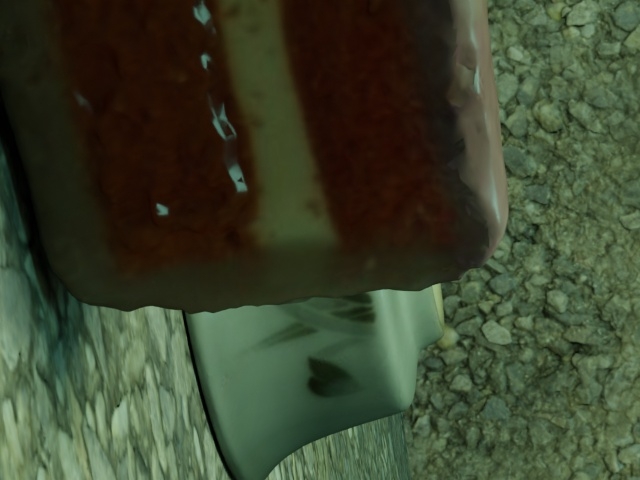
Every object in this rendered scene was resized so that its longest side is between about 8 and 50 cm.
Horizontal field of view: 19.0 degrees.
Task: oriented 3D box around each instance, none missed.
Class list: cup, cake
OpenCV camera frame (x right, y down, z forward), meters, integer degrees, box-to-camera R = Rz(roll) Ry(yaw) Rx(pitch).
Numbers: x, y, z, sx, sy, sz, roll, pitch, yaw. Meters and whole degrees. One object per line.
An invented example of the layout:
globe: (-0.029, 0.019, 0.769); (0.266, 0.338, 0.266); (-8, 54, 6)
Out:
cup: (0.000, 0.000, 1.412); (0.347, 0.163, 0.347); (-9, 90, -83)
cake: (-0.032, -0.138, 0.937); (0.230, 0.237, 0.309); (-84, 166, -66)
